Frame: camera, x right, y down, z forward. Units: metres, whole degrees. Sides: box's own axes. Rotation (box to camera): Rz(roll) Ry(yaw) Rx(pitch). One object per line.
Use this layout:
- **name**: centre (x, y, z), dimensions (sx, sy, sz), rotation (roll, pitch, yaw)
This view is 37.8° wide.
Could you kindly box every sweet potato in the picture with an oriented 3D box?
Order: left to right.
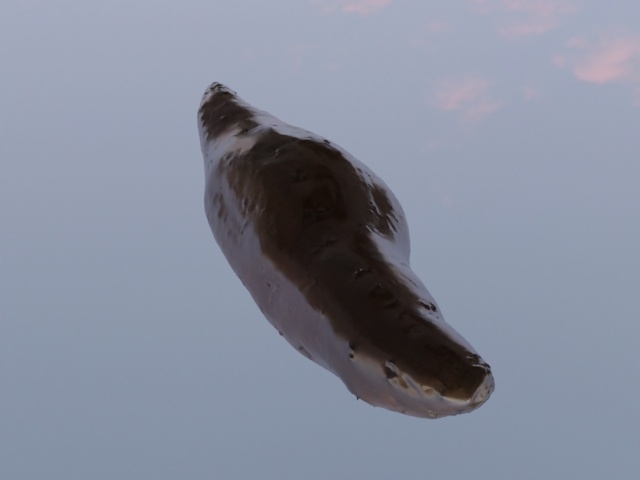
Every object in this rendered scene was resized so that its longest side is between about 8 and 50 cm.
- **sweet potato**: centre (-0.003, -0.001, 0.567), dimensions (0.112, 0.112, 0.359), rotation (-21, -136, -15)
